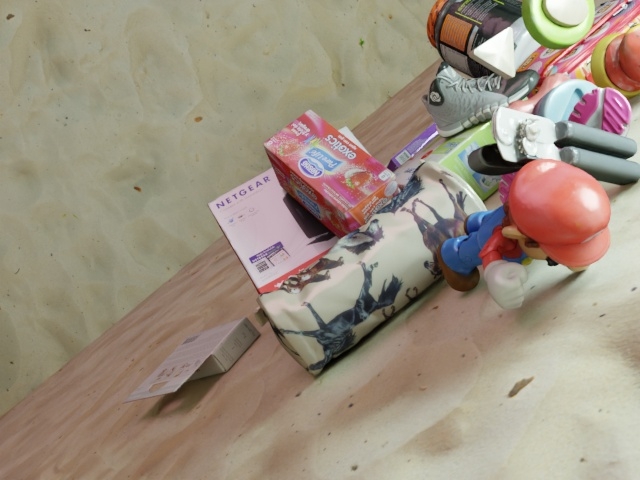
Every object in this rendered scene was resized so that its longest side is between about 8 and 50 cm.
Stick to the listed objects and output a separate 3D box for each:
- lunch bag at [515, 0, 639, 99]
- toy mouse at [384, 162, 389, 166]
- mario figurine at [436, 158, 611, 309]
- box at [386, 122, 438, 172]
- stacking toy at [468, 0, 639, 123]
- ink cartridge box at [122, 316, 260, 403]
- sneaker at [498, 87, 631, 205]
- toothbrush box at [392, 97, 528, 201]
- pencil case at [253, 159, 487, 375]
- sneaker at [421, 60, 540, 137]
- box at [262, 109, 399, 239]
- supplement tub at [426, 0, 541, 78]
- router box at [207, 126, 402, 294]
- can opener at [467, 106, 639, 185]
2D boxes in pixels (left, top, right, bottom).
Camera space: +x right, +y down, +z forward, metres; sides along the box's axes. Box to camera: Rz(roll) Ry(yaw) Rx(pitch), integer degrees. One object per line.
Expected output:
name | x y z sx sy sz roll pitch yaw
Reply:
lunch bag | 0.566 -0.384 1.673 0.293 0.120 0.258 -40 16 -4
toy mouse | 0.141 -0.165 2.294 0.143 0.031 0.161 -26 16 45
mario figurine | 0.282 0.011 1.073 0.320 0.170 0.198 145 138 -73
box | 0.286 -0.245 1.974 0.293 0.057 0.201 -40 -5 -7
stacking toy | 0.434 -0.303 1.347 0.309 0.279 0.130 -45 11 -11
ink cartridge box | -0.288 0.285 1.784 0.275 0.060 0.239 -23 20 51
sneaker | 0.391 -0.128 1.256 0.252 0.103 0.111 -43 -21 31
toothbrush box | 0.286 -0.156 1.600 0.283 0.122 0.206 -41 12 -6
pencil case | 0.080 0.045 1.333 0.410 0.160 0.183 -39 33 -2
sneaker | 0.283 -0.289 1.502 0.229 0.132 0.086 -26 19 38
box | 0.023 -0.112 1.493 0.123 0.128 0.257 -38 54 -13
supplement tub | 0.417 -0.480 1.926 0.207 0.207 0.338 -39 43 -5
router box | -0.014 -0.037 1.584 0.336 0.082 0.301 -30 52 -7
can opener | 0.321 -0.122 1.086 0.280 0.074 0.093 4 -17 -31
